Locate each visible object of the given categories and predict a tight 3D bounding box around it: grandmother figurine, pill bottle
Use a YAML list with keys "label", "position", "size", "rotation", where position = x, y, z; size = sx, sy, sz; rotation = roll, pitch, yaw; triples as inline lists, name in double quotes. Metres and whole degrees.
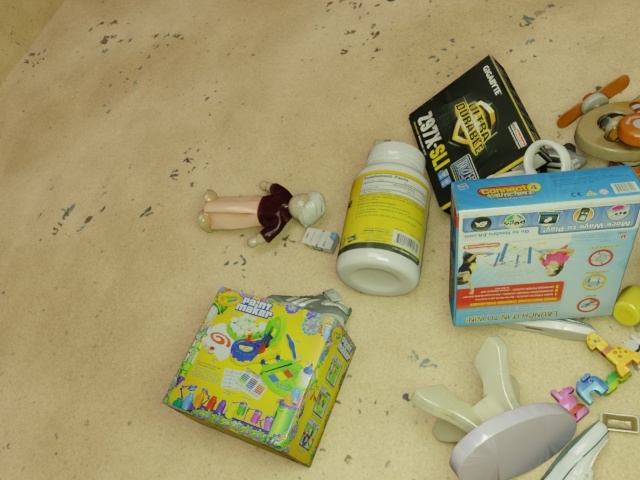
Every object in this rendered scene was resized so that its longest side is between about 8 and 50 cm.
- label: "grandmother figurine"
  position: [-0.149, -0.076, 1.542]
  size: [0.343, 0.104, 0.207]
  rotation: [-3, 67, 21]
- label: "pill bottle"
  position: [0.153, -0.056, 1.365]
  size: [0.188, 0.188, 0.333]
  rotation: [2, 60, 20]

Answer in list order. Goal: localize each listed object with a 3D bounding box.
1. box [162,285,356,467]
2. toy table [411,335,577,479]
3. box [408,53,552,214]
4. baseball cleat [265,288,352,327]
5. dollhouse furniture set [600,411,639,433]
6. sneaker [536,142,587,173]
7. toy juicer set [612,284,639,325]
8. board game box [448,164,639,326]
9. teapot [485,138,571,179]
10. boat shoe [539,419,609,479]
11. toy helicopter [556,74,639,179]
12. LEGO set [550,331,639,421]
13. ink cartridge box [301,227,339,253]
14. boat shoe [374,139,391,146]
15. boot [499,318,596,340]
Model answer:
- label: "box"
  position: [-0.121, 0.282, 1.259]
  size: [0.290, 0.177, 0.279]
  rotation: [13, 65, 26]
- label: "toy table"
  position: [0.306, 0.317, 1.066]
  size: [0.252, 0.274, 0.161]
  rotation: [-59, 41, 20]
- label: "box"
  position: [0.365, -0.248, 1.415]
  size: [0.257, 0.079, 0.321]
  rotation: [-35, 49, 32]
- label: "baseball cleat"
  position: [-0.025, 0.153, 1.383]
  size: [0.206, 0.072, 0.109]
  rotation: [18, 53, 23]
- label: "dollhouse furniture set"
  position: [0.558, 0.338, 1.041]
  size: [0.115, 0.081, 0.090]
  rotation: [1, 60, 20]
- label: "sneaker"
  position: [0.518, -0.192, 1.400]
  size: [0.132, 0.086, 0.229]
  rotation: [-24, 31, -30]
- label: "toy juicer set"
  position: [0.709, 0.137, 1.044]
  size: [0.090, 0.209, 0.329]
  rotation: [-27, 50, -34]
- label: "board game box"
  position: [0.396, 0.021, 1.089]
  size: [0.309, 0.301, 0.086]
  rotation: [-5, 42, 5]
- label: "teapot"
  position: [0.399, -0.063, 1.240]
  size: [0.256, 0.252, 0.187]
  rotation: [-23, 62, 11]
- label: "boat shoe"
  position: [0.442, 0.422, 1.043]
  size: [0.076, 0.083, 0.226]
  rotation: [42, 91, 22]
- label: "toy helicopter"
  position: [0.723, -0.302, 1.372]
  size: [0.355, 0.140, 0.235]
  rotation: [-37, 50, -19]
- label: "LEGO set"
  position: [0.523, 0.235, 1.115]
  size: [0.227, 0.087, 0.093]
  rotation: [-37, 55, -6]
- label: "ink cartridge box"
  position: [0.000, 0.000, 1.481]
  size: [0.083, 0.028, 0.048]
  rotation: [13, 65, 26]
- label: "boat shoe"
  position: [0.167, -0.213, 1.542]
  size: [0.045, 0.050, 0.135]
  rotation: [-12, 56, 19]
- label: "boot"
  position: [0.461, 0.145, 1.202]
  size: [0.190, 0.069, 0.086]
  rotation: [9, 68, 25]
